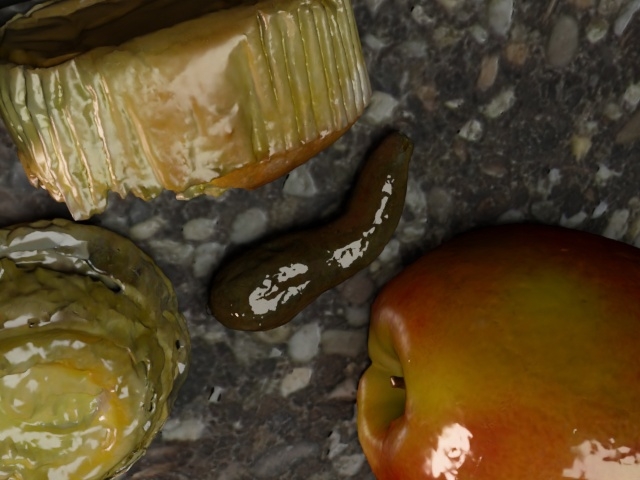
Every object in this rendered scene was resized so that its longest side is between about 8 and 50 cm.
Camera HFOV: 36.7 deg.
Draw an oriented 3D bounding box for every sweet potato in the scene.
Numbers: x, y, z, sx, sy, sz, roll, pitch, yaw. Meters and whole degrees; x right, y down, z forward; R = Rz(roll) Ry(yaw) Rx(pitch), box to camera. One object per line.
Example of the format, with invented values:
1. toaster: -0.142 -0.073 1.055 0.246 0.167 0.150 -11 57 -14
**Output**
1. sweet potato: 0.004 0.003 0.834 0.233 0.062 0.081 -39 123 -7

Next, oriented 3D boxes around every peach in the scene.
1. peach: 0.248 0.137 0.876 0.380 0.306 0.243 3 120 -21

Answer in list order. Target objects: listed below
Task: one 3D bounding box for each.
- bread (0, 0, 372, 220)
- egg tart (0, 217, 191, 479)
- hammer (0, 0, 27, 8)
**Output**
1. bread: -0.092 -0.109 0.663 0.250 0.179 0.133 -22 126 -14
2. egg tart: -0.226 0.118 0.760 0.278 0.095 0.279 -11 117 -22
3. hammer: -0.144 -0.194 0.671 0.200 0.078 0.021 -17 119 -4
